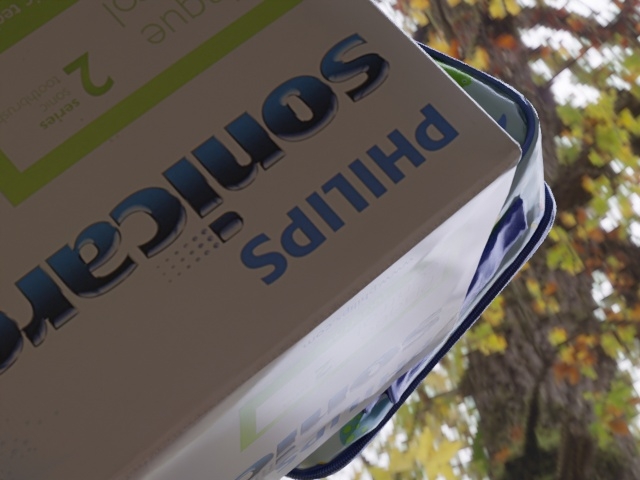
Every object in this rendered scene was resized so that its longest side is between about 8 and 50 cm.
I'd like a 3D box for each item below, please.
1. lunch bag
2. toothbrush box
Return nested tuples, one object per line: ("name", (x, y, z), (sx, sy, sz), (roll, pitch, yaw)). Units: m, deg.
("lunch bag", (0.000, 0.000, 0.756), (0.219, 0.176, 0.090), (-49, -34, -22))
("toothbrush box", (-0.125, -0.036, 0.389), (0.206, 0.122, 0.283), (-38, -105, -16))
